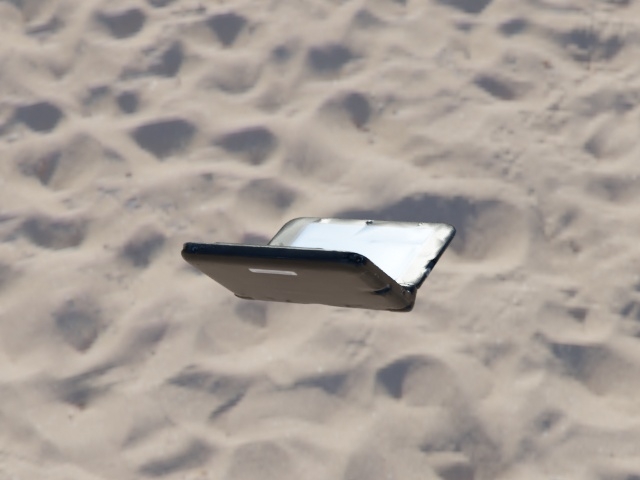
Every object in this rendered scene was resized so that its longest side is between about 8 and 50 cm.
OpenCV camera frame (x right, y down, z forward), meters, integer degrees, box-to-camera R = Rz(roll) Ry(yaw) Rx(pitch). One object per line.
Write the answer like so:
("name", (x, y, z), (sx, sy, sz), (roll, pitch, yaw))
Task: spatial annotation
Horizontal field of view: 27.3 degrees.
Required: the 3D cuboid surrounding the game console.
("game console", (0.000, 0.000, 0.768), (0.122, 0.107, 0.071), (2, 69, 32))
